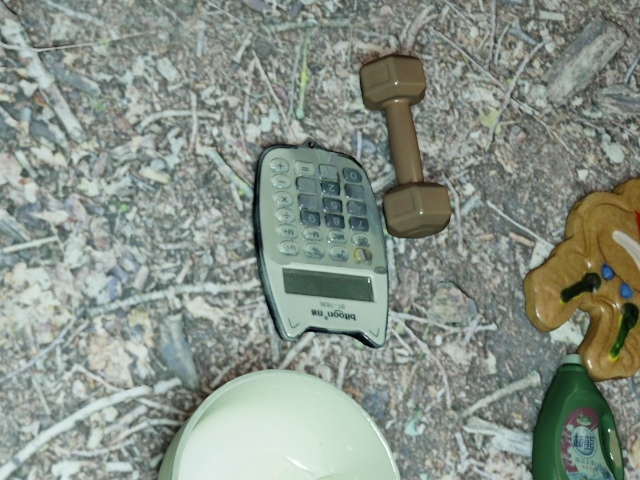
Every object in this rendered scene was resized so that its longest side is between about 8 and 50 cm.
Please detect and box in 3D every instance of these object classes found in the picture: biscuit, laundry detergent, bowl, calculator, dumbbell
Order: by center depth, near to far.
[{"bbox_3d":[-0.061,0.283,1.630,0.277,0.145,0.277,10,68,-27],"label":"bowl"},{"bbox_3d":[0.000,0.000,1.840,0.177,0.040,0.268,8,67,-29],"label":"calculator"},{"bbox_3d":[0.105,-0.117,1.923,0.082,0.092,0.231,15,62,-57],"label":"dumbbell"},{"bbox_3d":[0.325,0.247,1.935,0.137,0.063,0.211,18,61,-28],"label":"laundry detergent"},{"bbox_3d":[0.402,0.036,2.071,0.202,0.047,0.334,47,54,-8],"label":"biscuit"}]
